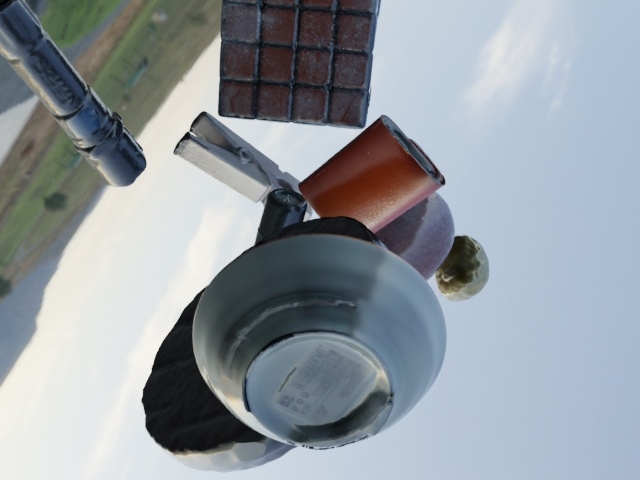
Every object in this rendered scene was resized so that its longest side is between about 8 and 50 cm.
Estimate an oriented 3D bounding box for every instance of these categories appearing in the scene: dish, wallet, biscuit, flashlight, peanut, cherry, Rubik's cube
[{"bbox_3d":[-0.002,0.126,0.751,0.260,0.260,0.085,-48,-161,23],"label":"dish"},{"bbox_3d":[0.076,-0.088,1.190,0.204,0.142,0.045,-36,-169,38],"label":"wallet"},{"bbox_3d":[-0.069,0.136,1.056,0.407,0.091,0.407,-31,-152,19],"label":"biscuit"},{"bbox_3d":[-0.449,-0.255,1.347,0.103,0.424,0.103,-13,-129,16],"label":"flashlight"},{"bbox_3d":[0.308,0.060,1.679,0.140,0.109,0.159,-30,-143,42],"label":"peanut"},{"bbox_3d":[0.114,-0.004,1.460,0.261,0.221,0.308,25,-96,47],"label":"cherry"},{"bbox_3d":[-0.042,-0.451,1.774,0.337,0.343,0.345,-76,173,-75],"label":"Rubik's cube"}]

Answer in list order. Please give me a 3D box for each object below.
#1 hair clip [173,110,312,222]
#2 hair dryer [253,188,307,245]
[{"bbox_3d":[-0.158,-0.149,1.695,0.085,0.330,0.101,-45,-163,36],"label":"hair clip"},{"bbox_3d":[0.000,0.000,1.311,0.071,0.219,0.124,-80,-171,-63],"label":"hair dryer"}]
